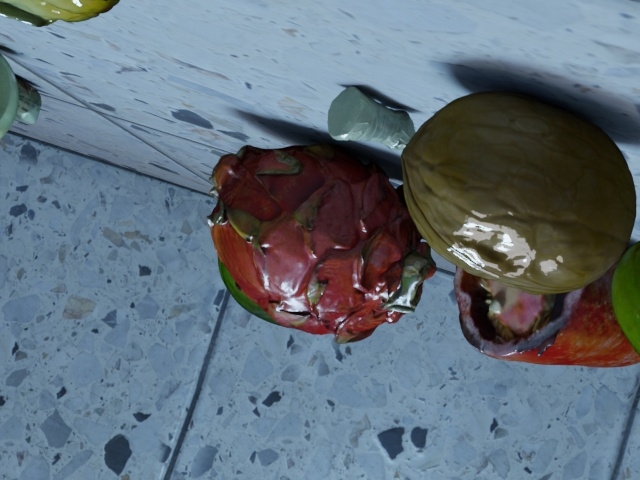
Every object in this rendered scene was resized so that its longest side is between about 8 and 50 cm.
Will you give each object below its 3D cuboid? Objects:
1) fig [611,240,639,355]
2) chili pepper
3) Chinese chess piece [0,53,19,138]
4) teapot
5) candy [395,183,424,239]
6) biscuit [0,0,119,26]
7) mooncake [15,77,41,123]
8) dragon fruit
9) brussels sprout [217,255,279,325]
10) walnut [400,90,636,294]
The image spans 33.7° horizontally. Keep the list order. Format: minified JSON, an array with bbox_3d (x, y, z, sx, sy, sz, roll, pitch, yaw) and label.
[{"bbox_3d":[0.444,0.085,1.278,0.181,0.191,0.181,12,137,11],"label":"fig"},{"bbox_3d":[0.381,0.079,1.584,0.305,0.229,0.251,6,155,-33],"label":"chili pepper"},{"bbox_3d":[-0.560,-0.223,1.623,0.188,0.188,0.083,19,164,-7],"label":"Chinese chess piece"},{"bbox_3d":[0.054,-0.123,1.090,0.083,0.057,0.067,16,-144,-29],"label":"teapot"},{"bbox_3d":[0.170,-0.038,1.569,0.292,0.059,0.086,16,139,43],"label":"candy"},{"bbox_3d":[-0.299,-0.246,0.825,0.329,0.078,0.335,15,176,13],"label":"biscuit"},{"bbox_3d":[-0.598,-0.276,1.967,0.130,0.073,0.125,15,173,26],"label":"mooncake"},{"bbox_3d":[0.000,0.000,1.510,0.342,0.277,0.277,27,180,18],"label":"dragon fruit"},{"bbox_3d":[-0.024,0.015,1.852,0.354,0.281,0.289,-5,144,43],"label":"brussels sprout"},{"bbox_3d":[0.165,-0.041,0.894,0.207,0.167,0.167,21,177,-7],"label":"walnut"}]
